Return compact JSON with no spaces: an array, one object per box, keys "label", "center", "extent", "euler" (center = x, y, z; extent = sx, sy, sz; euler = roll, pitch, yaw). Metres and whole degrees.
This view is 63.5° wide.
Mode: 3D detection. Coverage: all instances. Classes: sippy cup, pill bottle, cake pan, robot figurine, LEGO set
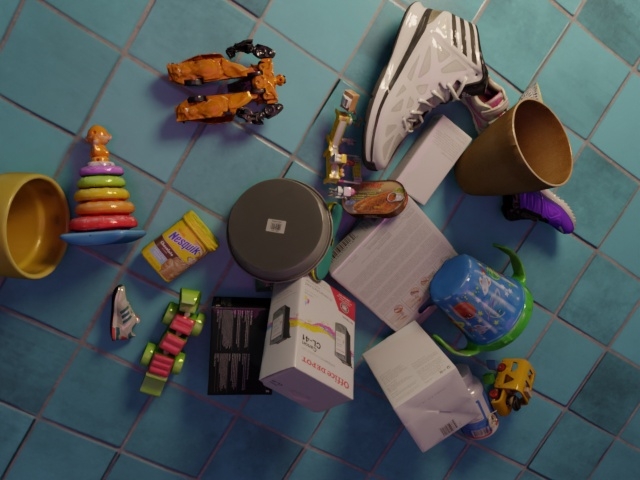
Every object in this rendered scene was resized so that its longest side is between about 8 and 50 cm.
[{"label":"sippy cup","center":[0.444,0.163,1.488],"extent":[0.224,0.240,0.306],"euler":[37,50,-18]},{"label":"pill bottle","center":[0.465,0.502,1.628],"extent":[0.124,0.124,0.222],"euler":[-27,105,-3]},{"label":"cake pan","center":[-0.114,-0.036,1.372],"extent":[0.292,0.054,0.294],"euler":[-1,76,5]},{"label":"robot figurine","center":[-0.234,-0.396,1.327],"extent":[0.290,0.085,0.211],"euler":[-9,104,-7]},{"label":"LEGO set","center":[0.081,-0.253,1.400],"extent":[0.107,0.132,0.287],"euler":[5,95,-20]}]

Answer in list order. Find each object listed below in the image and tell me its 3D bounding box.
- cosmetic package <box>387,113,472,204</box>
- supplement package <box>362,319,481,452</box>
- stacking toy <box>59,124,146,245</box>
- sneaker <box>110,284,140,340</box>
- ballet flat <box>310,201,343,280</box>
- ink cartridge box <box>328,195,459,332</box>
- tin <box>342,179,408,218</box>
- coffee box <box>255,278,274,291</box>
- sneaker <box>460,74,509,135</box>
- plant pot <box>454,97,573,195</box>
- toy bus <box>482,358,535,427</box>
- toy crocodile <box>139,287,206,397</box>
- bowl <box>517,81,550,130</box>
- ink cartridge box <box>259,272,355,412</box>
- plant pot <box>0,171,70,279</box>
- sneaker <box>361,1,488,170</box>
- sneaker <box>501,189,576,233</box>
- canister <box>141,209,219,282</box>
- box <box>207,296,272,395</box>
[{"label":"cosmetic package","center":[0.306,-0.228,1.461],"extent":[0.117,0.085,0.231],"euler":[35,96,-15]},{"label":"supplement package","center":[0.283,0.410,1.490],"extent":[0.199,0.263,0.198],"euler":[-33,115,-2]},{"label":"stacking toy","center":[-0.554,-0.139,1.307],"extent":[0.175,0.166,0.302],"euler":[-4,92,3]},{"label":"sneaker","center":[-0.536,0.198,1.427],"extent":[0.075,0.057,0.162],"euler":[3,101,-28]},{"label":"ballet flat","center":[0.000,0.000,1.432],"extent":[0.077,0.077,0.231],"euler":[36,64,-51]},{"label":"ink cartridge box","center":[0.235,0.078,1.534],"extent":[0.308,0.091,0.385],"euler":[-46,122,2]},{"label":"tin","center":[0.149,-0.113,1.420],"extent":[0.040,0.189,0.106],"euler":[37,62,-52]},{"label":"coffee box","center":[-0.133,0.053,1.466],"extent":[0.113,0.040,0.184],"euler":[-4,103,-10]},{"label":"sneaker","center":[0.474,-0.366,1.444],"extent":[0.103,0.111,0.252],"euler":[-44,106,2]},{"label":"plant pot","center":[0.495,-0.218,1.395],"extent":[0.237,0.254,0.237],"euler":[10,72,-30]},{"label":"toy bus","center":[0.603,0.467,1.610],"extent":[0.190,0.104,0.202],"euler":[2,80,-45]},{"label":"toy crocodile","center":[-0.413,0.284,1.435],"extent":[0.115,0.105,0.341],"euler":[26,97,-14]},{"label":"bowl","center":[0.596,-0.352,1.463],"extent":[0.080,0.170,0.170],"euler":[-17,107,25]},{"label":"ink cartridge box","center":[-0.024,0.260,1.369],"extent":[0.131,0.306,0.226],"euler":[-32,127,31]},{"label":"plant pot","center":[-0.780,-0.039,1.239],"extent":[0.238,0.254,0.254],"euler":[3,102,4]},{"label":"sneaker","center":[0.280,-0.368,1.335],"extent":[0.257,0.169,0.448],"euler":[22,97,15]},{"label":"sneaker","center":[0.618,-0.100,1.538],"extent":[0.293,0.102,0.146],"euler":[43,92,-8]},{"label":"canister","center":[-0.379,0.019,1.400],"extent":[0.169,0.073,0.126],"euler":[-37,105,1]},{"label":"box","center":[-0.222,0.300,1.473],"extent":[0.184,0.103,0.262],"euler":[4,101,-9]}]
